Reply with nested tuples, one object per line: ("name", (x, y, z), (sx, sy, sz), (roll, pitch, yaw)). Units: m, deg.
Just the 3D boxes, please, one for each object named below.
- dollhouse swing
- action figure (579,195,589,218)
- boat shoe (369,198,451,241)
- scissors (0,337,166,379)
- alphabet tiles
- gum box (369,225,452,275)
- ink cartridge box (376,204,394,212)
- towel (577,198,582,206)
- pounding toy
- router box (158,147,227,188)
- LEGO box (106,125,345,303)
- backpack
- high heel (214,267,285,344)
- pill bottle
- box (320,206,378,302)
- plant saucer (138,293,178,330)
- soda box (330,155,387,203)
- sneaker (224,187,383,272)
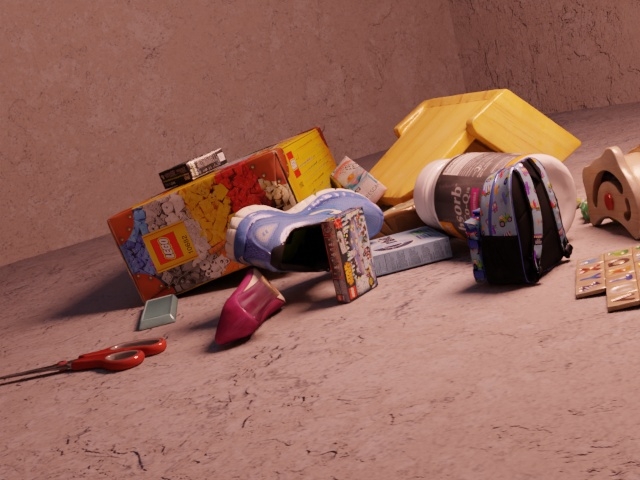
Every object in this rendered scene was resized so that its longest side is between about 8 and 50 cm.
("dollhouse swing", (0.308, -0.148, 2.096), (0.315, 0.305, 0.347), (30, -8, -22))
("action figure", (0.545, -0.087, 1.761), (0.137, 0.063, 0.232), (1, 20, 46))
("boat shoe", (0.211, -0.052, 1.857), (0.285, 0.104, 0.089), (-15, 12, -8))
("scissors", (-0.386, 0.193, 1.515), (0.297, 0.021, 0.109), (-11, 12, 21))
("alphabet tiles", (0.434, 0.037, 1.260), (0.198, 0.009, 0.237), (-16, 11, 19))
("gum box", (0.127, 0.023, 1.727), (0.184, 0.041, 0.157), (-14, 10, -6))
("ink cartridge box", (0.150, -0.053, 2.091), (0.311, 0.065, 0.186), (-10, 10, 28))
("towel", (0.390, -0.043, 1.816), (0.237, 0.021, 0.102), (-21, 12, -38))
("pounding toy", (0.541, -0.086, 1.544), (0.155, 0.154, 0.269), (-14, -9, -5))
("router box", (-0.259, -0.145, 1.943), (0.092, 0.038, 0.122), (-30, 10, -36))
("LEGO box", (-0.173, -0.071, 2.062), (0.373, 0.193, 0.500), (-21, 8, 13))
("backpack", (0.288, -0.033, 1.433), (0.117, 0.173, 0.158), (-6, 13, 38))
("high heel", (-0.118, 0.112, 1.526), (0.117, 0.082, 0.244), (-44, 7, -3))
("pill bottle", (0.293, -0.073, 1.664), (0.162, 0.162, 0.278), (-18, 14, -27))
("box", (0.048, 0.022, 1.549), (0.027, 0.137, 0.094), (-5, 13, 36))
("plant saucer", (-0.298, 0.129, 1.763), (0.067, 0.018, 0.192), (-14, 9, -5))
("soda box", (0.080, -0.126, 2.059), (0.058, 0.063, 0.183), (-51, 20, 4))
("sneaker", (0.000, 0.000, 1.640), (0.147, 0.129, 0.330), (27, 30, 38))
